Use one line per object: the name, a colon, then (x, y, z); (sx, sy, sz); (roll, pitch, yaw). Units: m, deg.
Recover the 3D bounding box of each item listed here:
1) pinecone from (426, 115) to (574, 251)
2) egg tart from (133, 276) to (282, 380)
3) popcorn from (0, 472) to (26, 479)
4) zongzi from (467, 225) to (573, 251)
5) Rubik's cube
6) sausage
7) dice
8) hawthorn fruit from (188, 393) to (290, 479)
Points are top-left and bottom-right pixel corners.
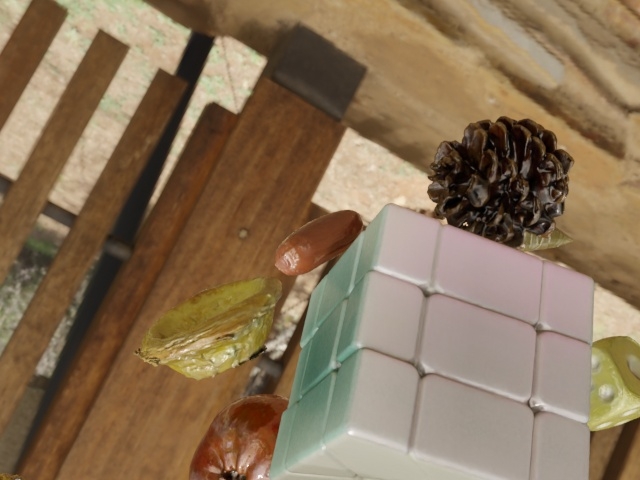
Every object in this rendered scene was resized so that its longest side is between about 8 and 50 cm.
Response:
pinecone: (0.307, -0.099, 1.426); (0.257, 0.244, 0.243); (-8, 173, -6)
egg tart: (-0.194, 0.172, 1.527); (0.315, 0.314, 0.120); (6, 123, 65)
popcorn: (-0.647, 0.514, 1.671); (0.084, 0.084, 0.084); (26, 171, 4)
zongzi: (0.413, -0.033, 1.694); (0.178, 0.081, 0.189); (1, -159, -35)
Rubik's cube: (0.146, 0.192, 1.084); (0.318, 0.316, 0.322); (19, 148, -11)
sausage: (0.000, 0.000, 1.288); (0.077, 0.077, 0.194); (20, -149, 33)
dice: (0.650, 0.324, 1.814); (0.166, 0.169, 0.169); (6, 144, -38)
hawthorn fruit: (-0.121, 0.431, 1.561); (0.284, 0.284, 0.284); (26, 171, 4)
